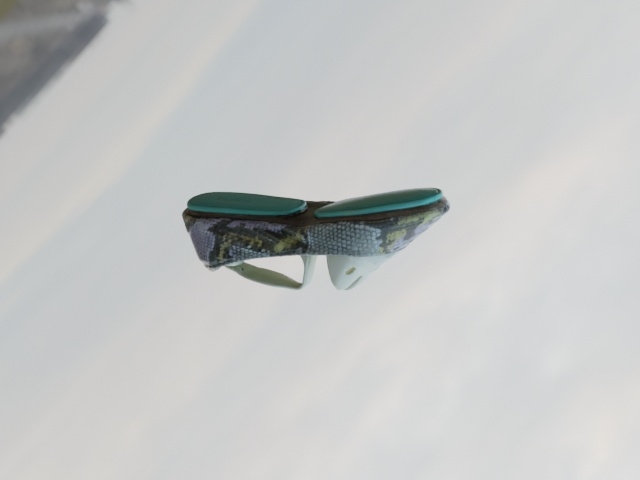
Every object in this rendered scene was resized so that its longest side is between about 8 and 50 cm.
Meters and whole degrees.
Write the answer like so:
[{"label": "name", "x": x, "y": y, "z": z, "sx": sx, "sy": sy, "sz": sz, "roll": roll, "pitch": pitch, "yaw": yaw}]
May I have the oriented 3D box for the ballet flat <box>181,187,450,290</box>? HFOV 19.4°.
[{"label": "ballet flat", "x": 0.000, "y": 0.000, "z": 0.724, "sx": 0.114, "sy": 0.041, "sz": 0.041, "roll": -1, "pitch": -143, "yaw": 29}]
